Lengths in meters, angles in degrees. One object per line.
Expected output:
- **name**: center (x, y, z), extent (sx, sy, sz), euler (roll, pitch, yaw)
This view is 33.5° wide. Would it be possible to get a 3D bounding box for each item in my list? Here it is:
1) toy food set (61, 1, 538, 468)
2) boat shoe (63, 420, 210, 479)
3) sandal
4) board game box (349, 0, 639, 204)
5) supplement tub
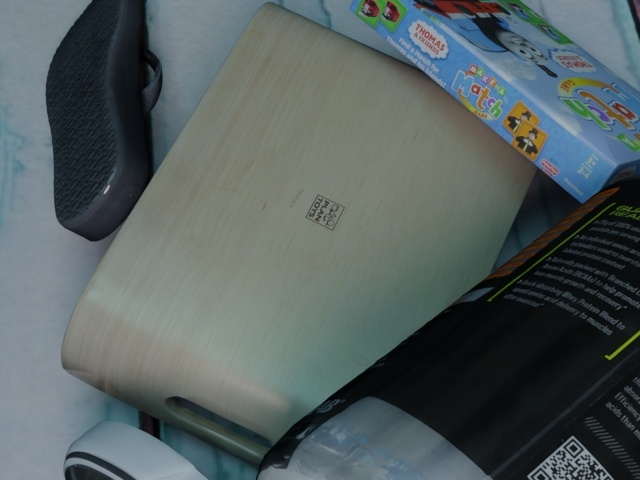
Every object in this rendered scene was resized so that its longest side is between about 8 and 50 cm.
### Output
- **toy food set**: center (0.000, 0.000, 0.712), extent (0.219, 0.092, 0.306), euler (26, 68, 5)
- **boat shoe**: center (-0.057, 0.207, 0.521), extent (0.105, 0.113, 0.306), euler (-34, 53, -26)
- **sandal**: center (-0.152, -0.095, 0.767), extent (0.097, 0.054, 0.255), euler (-36, 43, 29)
- **board game box**: center (0.143, -0.110, 0.722), extent (0.211, 0.039, 0.160), euler (45, 32, 22)
- **supplement tub**: center (0.151, 0.098, 0.550), extent (0.338, 0.207, 0.207), euler (-34, 64, -26)
